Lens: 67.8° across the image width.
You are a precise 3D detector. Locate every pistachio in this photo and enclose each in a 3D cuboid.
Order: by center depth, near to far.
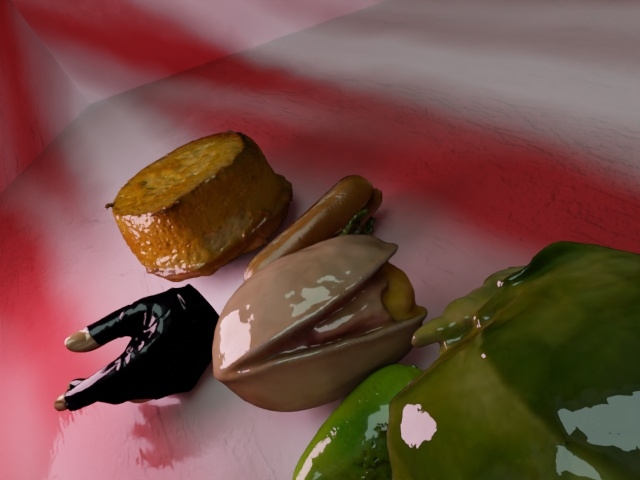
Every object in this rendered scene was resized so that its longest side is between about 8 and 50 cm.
[{"bbox_3d":[-0.008,0.121,0.684,0.308,0.230,0.230,-25,38,7],"label":"pistachio"}]

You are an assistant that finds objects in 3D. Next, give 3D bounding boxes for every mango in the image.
[{"bbox_3d":[0.062,0.257,0.594,0.233,0.111,0.125,-43,36,-16],"label":"mango"}]

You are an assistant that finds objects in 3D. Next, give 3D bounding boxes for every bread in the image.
[{"bbox_3d":[-0.264,-0.087,1.092,0.398,0.215,0.398,-18,34,13],"label":"bread"}]

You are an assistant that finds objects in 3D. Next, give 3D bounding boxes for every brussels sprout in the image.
[{"bbox_3d":[0.256,0.179,0.449,0.371,0.276,0.314,-42,27,-27],"label":"brussels sprout"}]

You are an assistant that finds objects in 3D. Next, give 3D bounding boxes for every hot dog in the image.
[{"bbox_3d":[0.000,0.000,0.905,0.337,0.135,0.100,-42,62,-16],"label":"hot dog"}]

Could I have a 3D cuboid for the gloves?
[{"bbox_3d":[-0.309,0.195,0.816,0.301,0.197,0.152,-29,28,-3],"label":"gloves"}]
